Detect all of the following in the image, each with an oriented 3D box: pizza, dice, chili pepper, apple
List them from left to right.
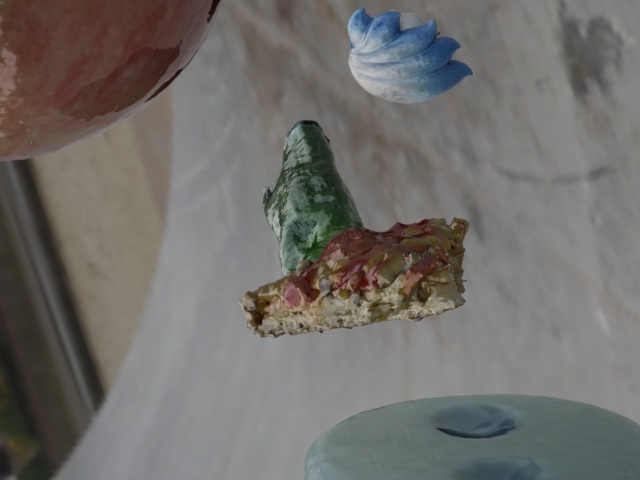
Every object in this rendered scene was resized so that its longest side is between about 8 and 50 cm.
[{"bbox_3d":[-0.228,-0.200,1.052,0.345,0.269,0.345,29,179,1],"label":"apple"},{"bbox_3d":[0.000,0.000,1.879,0.136,0.099,0.270,-56,29,29],"label":"chili pepper"},{"bbox_3d":[0.047,0.021,1.199,0.199,0.188,0.062,5,116,65],"label":"pizza"},{"bbox_3d":[0.125,0.274,1.250,0.262,0.265,0.268,-106,13,-74],"label":"dice"}]

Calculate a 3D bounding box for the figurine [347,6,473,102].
[{"bbox_3d":[0.075,-0.152,1.395,0.114,0.114,0.079,93,-170,-62],"label":"figurine"}]
